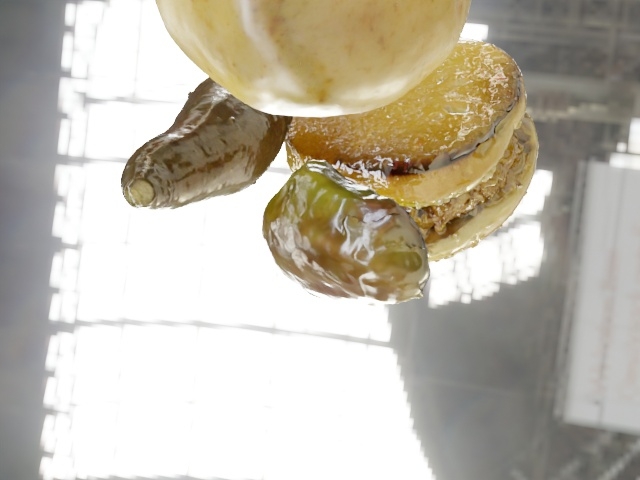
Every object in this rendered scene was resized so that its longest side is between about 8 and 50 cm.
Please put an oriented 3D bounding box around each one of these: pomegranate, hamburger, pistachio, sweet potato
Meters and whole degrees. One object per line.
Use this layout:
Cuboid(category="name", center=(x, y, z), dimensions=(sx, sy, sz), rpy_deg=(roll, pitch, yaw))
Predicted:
Cuboid(category="pomegranate", center=(-0.003, -0.151, 0.973), dimensions=(0.196, 0.196, 0.196), rpy_deg=(8, -90, -68))
Cuboid(category="hamburger", center=(0.063, -0.071, 1.258), dimensions=(0.182, 0.191, 0.118), rpy_deg=(-34, -44, -23))
Cuboid(category="pistachio", center=(0.000, 0.000, 0.975), dimensions=(0.049, 0.173, 0.089), rpy_deg=(-28, -78, -24))
Cuboid(category="sweet potato", center=(-0.070, -0.060, 1.119), dimensions=(0.244, 0.077, 0.077), rpy_deg=(-57, -33, -57))
